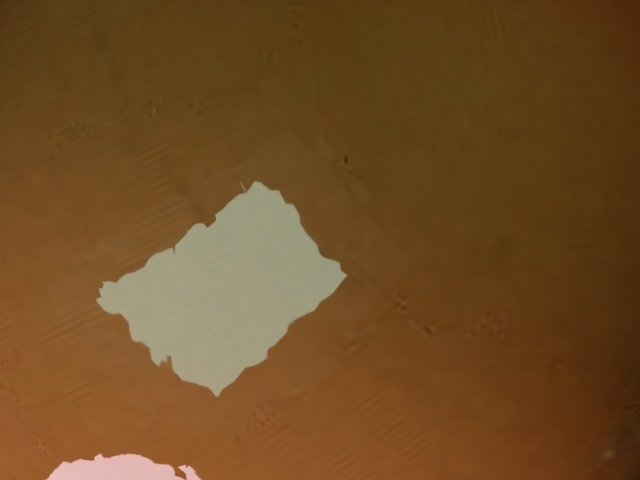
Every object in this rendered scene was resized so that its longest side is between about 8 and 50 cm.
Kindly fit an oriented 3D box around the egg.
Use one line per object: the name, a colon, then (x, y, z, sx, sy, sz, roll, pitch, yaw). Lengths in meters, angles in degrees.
egg: (0.000, 0.000, 0.715, 0.374, 0.301, 0.301, -36, 83, 37)
